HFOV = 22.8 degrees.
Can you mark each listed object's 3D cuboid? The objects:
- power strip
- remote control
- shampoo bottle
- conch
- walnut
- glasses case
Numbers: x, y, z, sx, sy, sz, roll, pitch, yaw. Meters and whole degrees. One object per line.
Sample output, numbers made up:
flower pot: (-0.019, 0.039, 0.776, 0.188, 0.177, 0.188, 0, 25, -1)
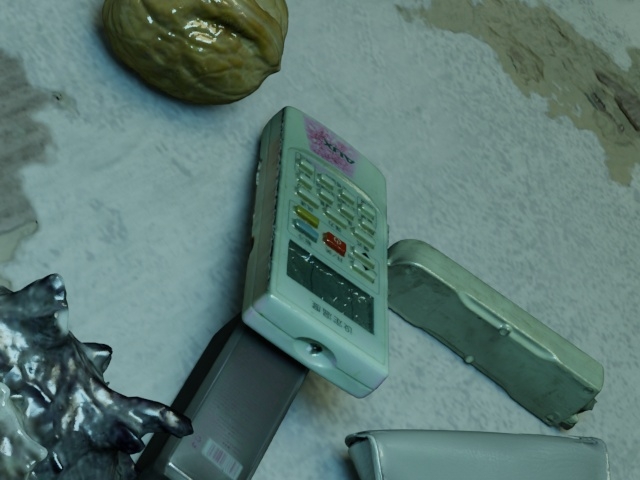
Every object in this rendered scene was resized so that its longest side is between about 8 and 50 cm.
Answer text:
power strip: (0.168, 0.092, 1.621, 0.286, 0.080, 0.048, 34, 39, -14)
remote control: (0.001, -0.001, 1.501, 0.145, 0.050, 0.344, 35, 29, -21)
shampoo bottle: (-0.080, 0.145, 1.374, 0.080, 0.079, 0.246, 41, 43, -10)
conch: (-0.255, 0.137, 1.156, 0.313, 0.186, 0.240, 7, 58, -36)
walnut: (-0.115, -0.212, 1.547, 0.184, 0.155, 0.155, 29, 46, -25)
glasses case: (0.151, 0.243, 1.497, 0.308, 0.083, 0.128, 8, 62, -36)
